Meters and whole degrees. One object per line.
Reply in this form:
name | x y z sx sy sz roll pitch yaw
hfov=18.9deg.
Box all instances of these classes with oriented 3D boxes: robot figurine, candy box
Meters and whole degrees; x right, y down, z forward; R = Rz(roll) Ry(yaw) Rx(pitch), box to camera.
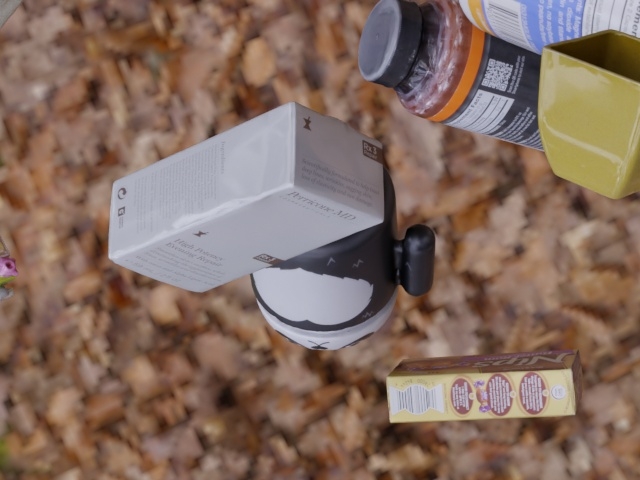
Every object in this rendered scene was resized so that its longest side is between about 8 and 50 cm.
robot figurine | 0.001 0.002 2.111 0.209 0.174 0.278 43 156 31
candy box | 0.168 0.147 1.937 0.109 0.187 0.053 -28 -68 -76

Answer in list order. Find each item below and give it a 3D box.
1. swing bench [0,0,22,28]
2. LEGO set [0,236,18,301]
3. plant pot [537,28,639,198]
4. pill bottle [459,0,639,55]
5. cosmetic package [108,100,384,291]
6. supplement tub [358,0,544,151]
swing bench | -0.386 -0.290 2.016 0.253 0.165 0.254 -43 30 34
LEGO set | -0.228 0.063 1.075 0.132 0.107 0.287 -8 100 51
plant pot | 0.181 -0.073 1.172 0.081 0.081 0.083 26 118 33
pill bottle | 0.243 -0.177 1.355 0.272 0.152 0.152 27 137 34
cosmetic package | -0.066 -0.033 1.671 0.231 0.117 0.085 -20 60 40
supplement tub | 0.132 -0.138 1.533 0.106 0.198 0.106 -45 38 51
